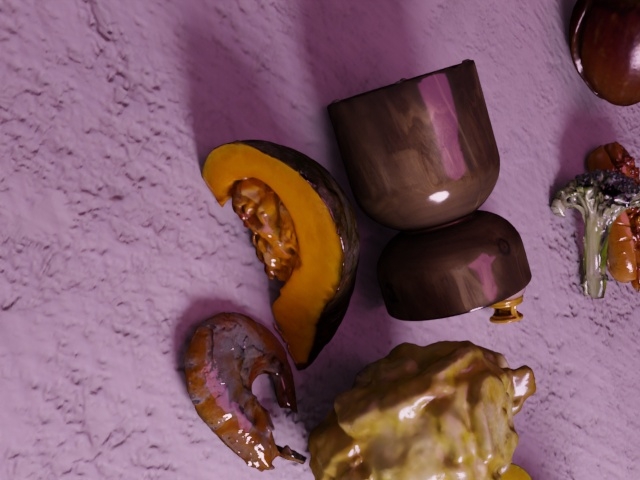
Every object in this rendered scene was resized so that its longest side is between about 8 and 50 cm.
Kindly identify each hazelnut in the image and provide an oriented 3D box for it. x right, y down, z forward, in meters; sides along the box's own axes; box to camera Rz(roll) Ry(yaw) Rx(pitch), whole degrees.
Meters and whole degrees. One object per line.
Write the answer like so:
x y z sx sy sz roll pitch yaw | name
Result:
0.499 -0.322 1.292 0.218 0.218 0.234 52 57 -24 | hazelnut

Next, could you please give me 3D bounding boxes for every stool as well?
0.128 -0.060 0.979 0.179 0.179 0.264 -24 101 -38 | stool

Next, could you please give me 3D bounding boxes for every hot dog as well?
0.497 -0.038 1.349 0.102 0.076 0.249 -17 97 -42 | hot dog

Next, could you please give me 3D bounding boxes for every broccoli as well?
0.425 -0.011 1.276 0.122 0.118 0.204 -10 113 -31 | broccoli

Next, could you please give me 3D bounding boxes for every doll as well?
0.235 0.048 1.133 0.084 0.073 0.127 -10 96 -8 | doll

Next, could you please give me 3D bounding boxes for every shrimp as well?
-0.068 0.159 0.880 0.132 0.051 0.188 -36 106 -35 | shrimp

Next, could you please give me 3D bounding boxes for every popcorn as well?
0.116 0.207 0.900 0.266 0.233 0.192 -26 78 -17 | popcorn

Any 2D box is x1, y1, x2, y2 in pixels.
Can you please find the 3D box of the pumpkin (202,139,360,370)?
0.004 0.001 0.881 0.111 0.163 0.279 -36 110 -35 | pumpkin

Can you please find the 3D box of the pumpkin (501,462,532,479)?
0.158 0.354 1.024 0.217 0.110 0.218 -15 113 -38 | pumpkin
